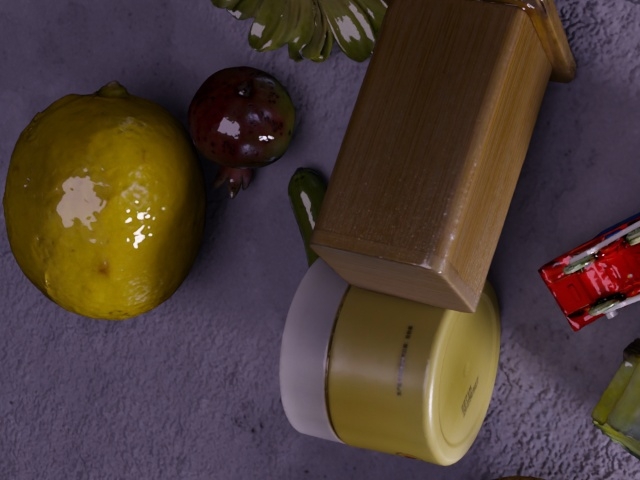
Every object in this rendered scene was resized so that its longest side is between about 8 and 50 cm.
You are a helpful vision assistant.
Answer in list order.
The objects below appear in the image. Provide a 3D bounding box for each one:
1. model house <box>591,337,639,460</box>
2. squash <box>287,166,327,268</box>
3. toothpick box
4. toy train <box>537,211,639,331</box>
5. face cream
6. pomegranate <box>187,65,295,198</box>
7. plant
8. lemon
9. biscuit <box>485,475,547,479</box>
[{"bbox_3d":[0.417,0.154,1.406,0.194,0.170,0.211,27,84,28],"label":"model house"},{"bbox_3d":[0.000,0.000,1.625,0.052,0.052,0.183,-11,94,30],"label":"squash"},{"bbox_3d":[0.121,-0.100,1.386,0.188,0.190,0.308,13,74,25],"label":"toothpick box"},{"bbox_3d":[0.341,0.012,1.407,0.204,0.131,0.082,-31,91,41],"label":"toy train"},{"bbox_3d":[0.083,0.129,1.511,0.179,0.218,0.218,9,105,26],"label":"face cream"},{"bbox_3d":[-0.104,-0.133,1.615,0.129,0.129,0.159,51,127,10],"label":"pomegranate"},{"bbox_3d":[-0.048,-0.344,1.504,0.261,0.297,0.305,43,139,48],"label":"plant"},{"bbox_3d":[-0.261,-0.040,1.643,0.260,0.260,0.284,37,126,17],"label":"lemon"},{"bbox_3d":[0.244,0.409,1.519,0.296,0.102,0.296,7,98,52],"label":"biscuit"}]
